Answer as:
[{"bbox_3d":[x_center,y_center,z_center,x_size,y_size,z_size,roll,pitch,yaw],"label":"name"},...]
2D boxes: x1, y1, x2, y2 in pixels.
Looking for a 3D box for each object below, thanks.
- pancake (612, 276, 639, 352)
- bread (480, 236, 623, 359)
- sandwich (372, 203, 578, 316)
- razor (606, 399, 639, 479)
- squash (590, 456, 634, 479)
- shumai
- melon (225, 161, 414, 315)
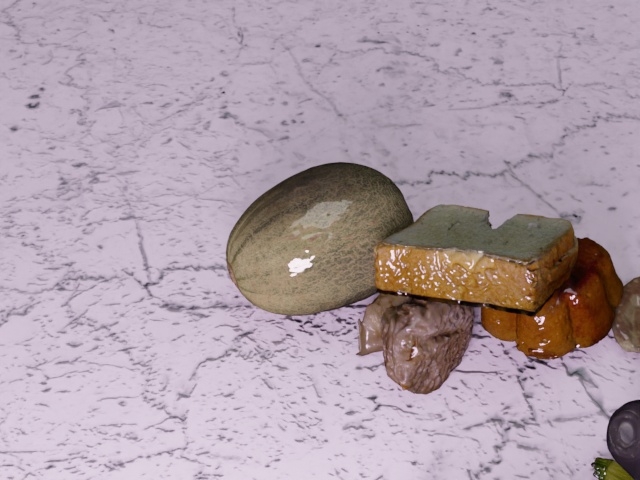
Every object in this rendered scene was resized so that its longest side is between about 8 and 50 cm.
[{"bbox_3d":[0.604,0.153,1.981,0.236,0.042,0.222,20,49,14],"label":"pancake"},{"bbox_3d":[0.375,0.088,1.974,0.232,0.135,0.246,14,47,33],"label":"bread"},{"bbox_3d":[0.259,0.024,1.864,0.273,0.095,0.249,8,22,29],"label":"sandwich"},{"bbox_3d":[0.602,0.319,1.726,0.349,0.113,0.204,4,32,-23],"label":"razor"},{"bbox_3d":[0.513,0.397,1.722,0.069,0.069,0.258,-32,54,-29],"label":"squash"},{"bbox_3d":[0.140,0.143,1.906,0.176,0.166,0.206,21,25,29],"label":"shumai"},{"bbox_3d":[0.000,0.000,1.976,0.329,0.248,0.248,-21,49,-16],"label":"melon"}]
